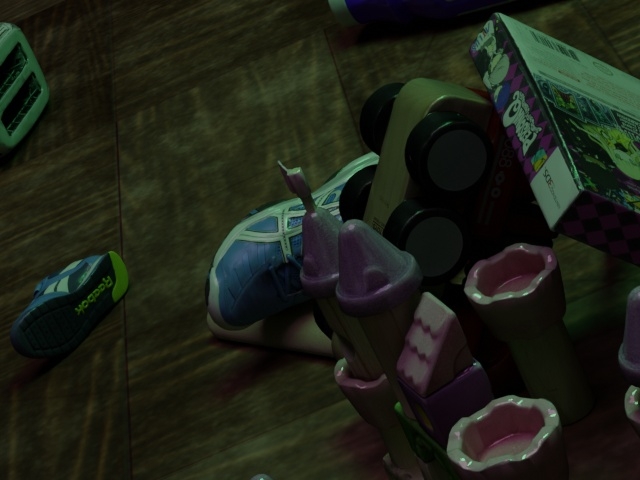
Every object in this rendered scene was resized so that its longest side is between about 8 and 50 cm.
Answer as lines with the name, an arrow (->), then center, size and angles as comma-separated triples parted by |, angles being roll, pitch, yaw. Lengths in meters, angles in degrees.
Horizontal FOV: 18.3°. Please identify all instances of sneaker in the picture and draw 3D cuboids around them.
sneaker -> -0.233, 0.061, 1.781 | 0.059, 0.053, 0.144 | -3, 26, 38
sneaker -> 0.000, 0.000, 1.577 | 0.211, 0.080, 0.081 | -37, 26, -10

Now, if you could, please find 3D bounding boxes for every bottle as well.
bottle -> 0.143, -0.283, 2.030 | 0.282, 0.092, 0.118 | -12, 30, 27

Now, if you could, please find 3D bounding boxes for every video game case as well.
video game case -> 0.224, -0.045, 1.338 | 0.042, 0.232, 0.210 | -54, 32, 26

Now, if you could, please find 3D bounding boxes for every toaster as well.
toaster -> -0.410, -0.158, 2.260 | 0.146, 0.129, 0.227 | -11, 28, 23

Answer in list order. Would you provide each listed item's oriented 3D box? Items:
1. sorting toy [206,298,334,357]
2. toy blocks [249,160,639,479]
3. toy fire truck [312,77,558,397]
sorting toy -> 0.030, 0.019, 1.645 | 0.193, 0.038, 0.208 | 6, 44, 47
toy blocks -> 0.059, 0.105, 1.194 | 0.309, 0.260, 0.288 | -31, 27, -11
toy fire truck -> 0.135, 0.005, 1.442 | 0.246, 0.217, 0.158 | 9, 13, -22
